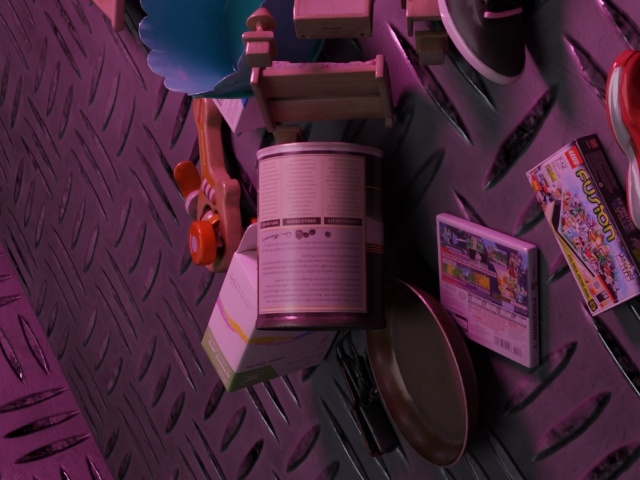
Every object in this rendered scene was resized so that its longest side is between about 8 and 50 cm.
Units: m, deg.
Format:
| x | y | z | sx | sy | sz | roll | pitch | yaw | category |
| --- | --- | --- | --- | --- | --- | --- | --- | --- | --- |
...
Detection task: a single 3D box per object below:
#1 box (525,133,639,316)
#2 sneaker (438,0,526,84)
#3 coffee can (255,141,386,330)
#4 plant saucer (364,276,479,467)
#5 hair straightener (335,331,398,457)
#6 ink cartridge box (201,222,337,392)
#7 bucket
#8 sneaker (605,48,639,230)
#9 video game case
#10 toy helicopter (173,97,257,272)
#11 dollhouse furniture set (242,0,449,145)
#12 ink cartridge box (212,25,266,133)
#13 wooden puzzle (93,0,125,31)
| x | y | z | sx | sy | sz | roll | pitch | yaw | category |
| --- | --- | --- | --- | --- | --- | --- | --- | --- | --- |
| 0.345 | -0.019 | 1.537 | 0.114 | 0.036 | 0.207 | -41 | 70 | 57 | box |
| 0.216 | -0.348 | 1.510 | 0.147 | 0.104 | 0.296 | -21 | 82 | 65 | sneaker |
| 0.000 | 0.000 | 1.878 | 0.201 | 0.201 | 0.275 | -10 | 79 | 60 | coffee can |
| 0.163 | 0.201 | 1.906 | 0.310 | 0.050 | 0.311 | 47 | 145 | 49 | plant saucer |
| 0.084 | 0.259 | 2.112 | 0.089 | 0.047 | 0.230 | -32 | 73 | 59 | hair straightener |
| -0.059 | 0.101 | 2.089 | 0.119 | 0.207 | 0.353 | 59 | 147 | 27 | ink cartridge box |
| -0.132 | -0.358 | 1.926 | 0.281 | 0.183 | 0.281 | 1 | 92 | 41 | bucket |
| 0.405 | -0.111 | 1.369 | 0.128 | 0.087 | 0.221 | 7 | 123 | 48 | sneaker |
| 0.242 | 0.069 | 1.767 | 0.201 | 0.023 | 0.183 | 25 | 126 | 53 | video game case |
| -0.208 | -0.114 | 2.344 | 0.235 | 0.140 | 0.355 | 175 | 90 | -68 | toy helicopter |
| 0.058 | -0.290 | 1.801 | 0.355 | 0.303 | 0.174 | 74 | -162 | -62 | dollhouse furniture set |
| -0.149 | -0.315 | 2.145 | 0.203 | 0.086 | 0.148 | 57 | 146 | 25 | ink cartridge box |
| -0.448 | -0.646 | 2.485 | 0.348 | 0.080 | 0.322 | 51 | 143 | 40 | wooden puzzle |
